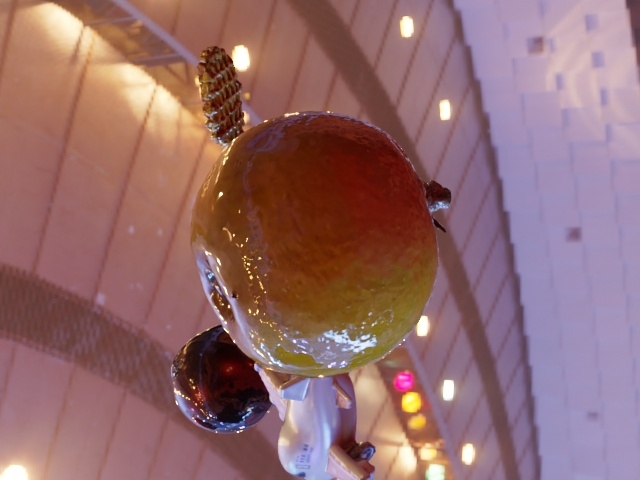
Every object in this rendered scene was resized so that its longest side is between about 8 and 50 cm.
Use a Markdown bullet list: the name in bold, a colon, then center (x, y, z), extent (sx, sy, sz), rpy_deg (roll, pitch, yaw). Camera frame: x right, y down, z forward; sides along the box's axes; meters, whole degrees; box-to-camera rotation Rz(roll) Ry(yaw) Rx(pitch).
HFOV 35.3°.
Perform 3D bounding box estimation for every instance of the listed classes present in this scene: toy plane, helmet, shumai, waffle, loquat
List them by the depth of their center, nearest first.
- **loquat**: center (0.000, 0.000, 1.055), extent (0.275, 0.275, 0.274), rpy_deg (3, -93, -59)
- **toy plane**: center (-0.010, 0.248, 1.369), extent (0.117, 0.245, 0.244), rpy_deg (-26, -66, -28)
- **shumai**: center (0.184, -0.071, 1.722), extent (0.082, 0.080, 0.083), rpy_deg (51, -144, -69)
- **waffle**: center (-0.176, -0.255, 1.803), extent (0.191, 0.038, 0.191), rpy_deg (-6, -90, -74)
- **helmet**: center (-0.187, 0.277, 1.960), extent (0.193, 0.216, 0.189), rpy_deg (-87, 21, -64)
